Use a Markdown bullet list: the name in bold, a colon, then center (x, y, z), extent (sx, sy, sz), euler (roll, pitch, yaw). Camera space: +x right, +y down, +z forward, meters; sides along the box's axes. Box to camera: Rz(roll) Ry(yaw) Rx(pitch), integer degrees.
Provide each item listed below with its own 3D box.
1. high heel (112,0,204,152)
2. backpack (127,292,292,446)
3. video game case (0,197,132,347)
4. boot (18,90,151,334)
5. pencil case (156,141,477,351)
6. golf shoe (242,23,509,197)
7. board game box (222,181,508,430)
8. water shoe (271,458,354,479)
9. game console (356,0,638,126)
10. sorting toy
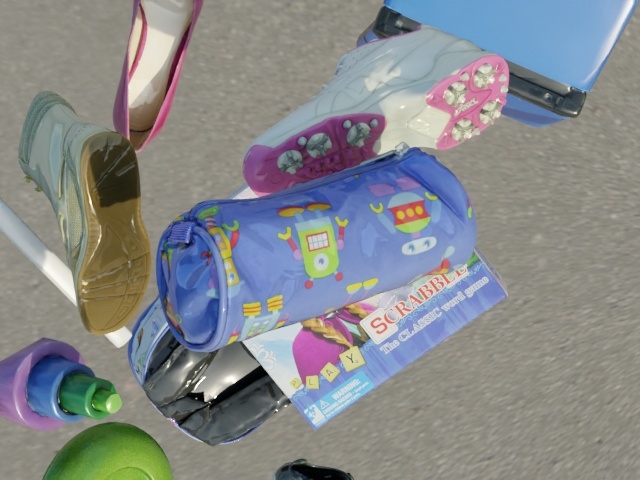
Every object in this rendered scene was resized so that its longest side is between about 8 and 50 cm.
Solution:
- **high heel**: center (-0.175, -0.215, 1.493), extent (0.082, 0.117, 0.244), euler (15, 124, -20)
- **backpack**: center (-0.139, 0.143, 1.949), extent (0.263, 0.213, 0.276), euler (-47, 112, -10)
- **video game case**: center (-0.318, 0.005, 1.512), extent (0.026, 0.227, 0.206), euler (-44, 36, -9)
- **boot**: center (-0.238, -0.029, 1.361), extent (0.165, 0.077, 0.213), euler (34, 130, 49)
- **pencil case**: center (0.000, 0.000, 1.230), extent (0.119, 0.306, 0.133), euler (0, 105, 55)
- **golf shoe**: center (0.043, -0.133, 1.425), extent (0.140, 0.306, 0.115), euler (49, 152, 39)
- **board game box**: center (0.022, 0.032, 1.785), extent (0.318, 0.066, 0.318), euler (-37, 100, 11)
- **water shoe**: center (0.031, 0.362, 1.905), extent (0.080, 0.203, 0.073), euler (-42, 31, 51)
- **game console**: center (0.223, -0.286, 1.801), extent (0.293, 0.250, 0.173), euler (23, 86, -7)
- **sorting toy**: center (-0.119, 0.228, 1.038), extent (0.126, 0.127, 0.365), euler (8, 131, 43)
